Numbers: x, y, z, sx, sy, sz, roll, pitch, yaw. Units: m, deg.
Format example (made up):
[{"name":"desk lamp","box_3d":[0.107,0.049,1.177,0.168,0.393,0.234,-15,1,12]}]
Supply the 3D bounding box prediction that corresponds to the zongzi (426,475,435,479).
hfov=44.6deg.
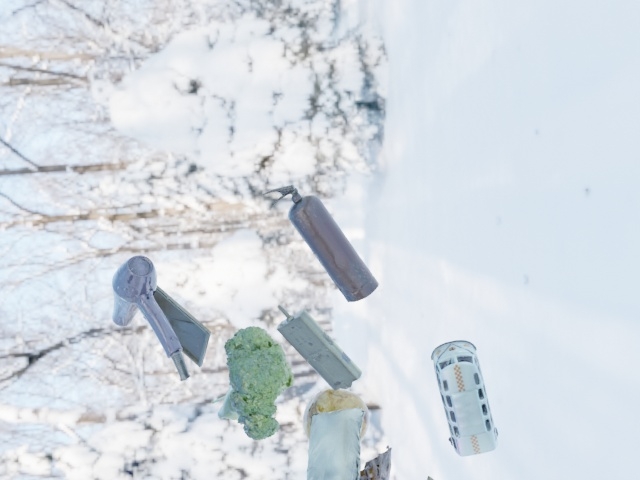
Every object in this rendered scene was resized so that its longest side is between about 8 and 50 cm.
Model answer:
[{"name":"zongzi","box_3d":[0.238,0.544,1.742,0.083,0.040,0.076,62,166,-16]}]

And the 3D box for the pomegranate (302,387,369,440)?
[{"name":"pomegranate","box_3d":[0.049,0.575,2.469,0.215,0.216,0.215,176,90,-90]}]

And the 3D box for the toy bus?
[{"name":"toy bus","box_3d":[0.246,0.271,1.329,0.089,0.087,0.193,-68,-36,-78]}]

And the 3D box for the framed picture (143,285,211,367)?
[{"name":"framed picture","box_3d":[-0.434,0.252,2.344,0.016,0.250,0.184,-39,-22,-41]}]

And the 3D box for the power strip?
[{"name":"power strip","box_3d":[-0.013,0.252,1.873,0.268,0.092,0.034,48,-146,-12]}]

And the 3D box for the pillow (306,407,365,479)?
[{"name":"pillow","box_3d":[0.030,0.466,1.677,0.051,0.128,0.229,59,-152,-45]}]

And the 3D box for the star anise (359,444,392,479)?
[{"name":"star anise","box_3d":[0.114,0.594,1.762,0.148,0.237,0.346,38,179,-29]}]

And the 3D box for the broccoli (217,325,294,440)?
[{"name":"broccoli","box_3d":[-0.158,0.396,2.040,0.254,0.186,0.302,-128,32,-51]}]

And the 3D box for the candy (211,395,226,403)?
[{"name":"candy","box_3d":[-0.267,0.497,2.576,0.060,0.201,0.060,44,145,44]}]

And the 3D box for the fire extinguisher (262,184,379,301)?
[{"name":"fire extinguisher","box_3d":[0.000,0.000,1.473,0.267,0.089,0.072,55,-162,-10]}]

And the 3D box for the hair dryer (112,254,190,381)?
[{"name":"hair dryer","box_3d":[-0.466,0.242,2.151,0.361,0.121,0.301,56,143,19]}]
